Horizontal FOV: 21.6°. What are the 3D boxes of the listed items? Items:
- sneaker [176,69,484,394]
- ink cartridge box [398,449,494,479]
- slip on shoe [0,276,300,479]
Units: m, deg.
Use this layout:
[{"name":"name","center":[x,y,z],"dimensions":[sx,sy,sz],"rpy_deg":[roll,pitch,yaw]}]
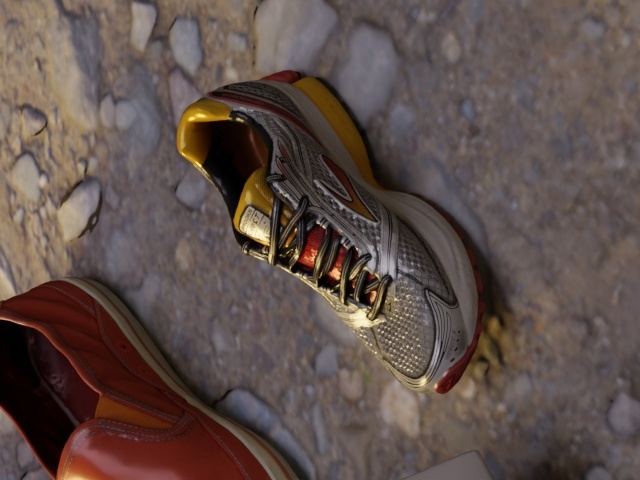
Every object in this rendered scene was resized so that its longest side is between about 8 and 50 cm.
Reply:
[{"name":"sneaker","center":[0.000,0.000,0.905],"dimensions":[0.225,0.092,0.088],"rpy_deg":[48,129,29]},{"name":"ink cartridge box","center":[0.037,0.258,0.815],"dimensions":[0.233,0.171,0.168],"rpy_deg":[64,160,21]},{"name":"slip on shoe","center":[-0.113,0.143,1.052],"dimensions":[0.331,0.101,0.123],"rpy_deg":[43,125,32]}]
